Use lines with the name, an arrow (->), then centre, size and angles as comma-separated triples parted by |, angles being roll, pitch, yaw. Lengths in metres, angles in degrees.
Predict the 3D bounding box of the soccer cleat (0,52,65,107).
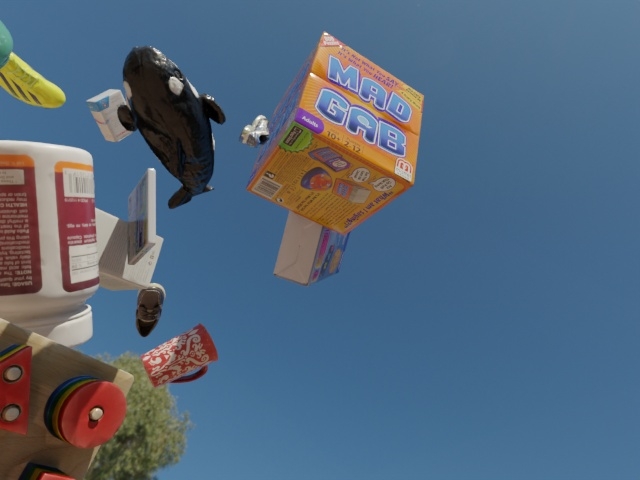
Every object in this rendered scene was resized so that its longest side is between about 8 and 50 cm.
soccer cleat -> -0.846, -0.470, 1.127 | 0.289, 0.093, 0.121 | 35, -32, -25

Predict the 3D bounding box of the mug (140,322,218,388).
mug -> -0.366, 0.323, 1.095 | 0.113, 0.169, 0.150 | -4, -73, 58

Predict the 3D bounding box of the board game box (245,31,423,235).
board game box -> 0.043, -0.293, 1.245 | 0.357, 0.356, 0.356 | 25, -32, -19

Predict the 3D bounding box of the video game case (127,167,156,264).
video game case -> -0.488, -0.060, 1.129 | 0.023, 0.212, 0.193 | 7, -23, -38

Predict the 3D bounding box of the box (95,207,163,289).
box -> -0.681, 0.014, 1.201 | 0.215, 0.168, 0.345 | -6, -26, 36

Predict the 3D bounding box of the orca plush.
orca plush -> -0.225, -0.127, 0.614 | 0.151, 0.102, 0.287 | 7, -34, -14

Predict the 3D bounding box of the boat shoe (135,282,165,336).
boat shoe -> -0.665, 0.275, 1.614 | 0.103, 0.092, 0.285 | 7, -45, -26

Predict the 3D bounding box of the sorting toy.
sorting toy -> -0.396, 0.256, 0.534 | 0.090, 0.255, 0.257 | -6, -38, 38

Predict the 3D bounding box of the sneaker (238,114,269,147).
sneaker -> -0.152, -0.264, 1.030 | 0.058, 0.135, 0.052 | 32, -51, -5

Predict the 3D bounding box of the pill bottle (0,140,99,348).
pill bottle -> -0.571, 0.015, 0.830 | 0.224, 0.224, 0.391 | 0, -87, 13

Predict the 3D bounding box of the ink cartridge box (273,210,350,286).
ink cartridge box -> 0.000, 0.000, 1.588 | 0.151, 0.395, 0.269 | 19, -79, 17

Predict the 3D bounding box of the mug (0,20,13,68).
mug -> -0.569, -0.310, 0.658 | 0.130, 0.157, 0.097 | -18, -37, 3

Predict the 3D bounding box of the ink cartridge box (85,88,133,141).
ink cartridge box -> -0.601, -0.360, 1.201 | 0.052, 0.088, 0.122 | 13, -45, 27
